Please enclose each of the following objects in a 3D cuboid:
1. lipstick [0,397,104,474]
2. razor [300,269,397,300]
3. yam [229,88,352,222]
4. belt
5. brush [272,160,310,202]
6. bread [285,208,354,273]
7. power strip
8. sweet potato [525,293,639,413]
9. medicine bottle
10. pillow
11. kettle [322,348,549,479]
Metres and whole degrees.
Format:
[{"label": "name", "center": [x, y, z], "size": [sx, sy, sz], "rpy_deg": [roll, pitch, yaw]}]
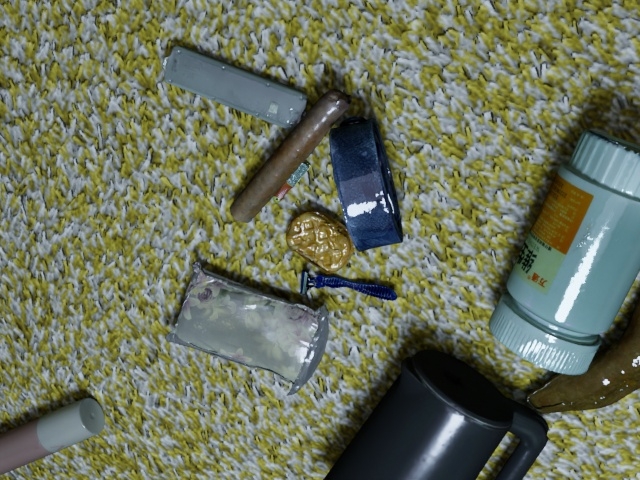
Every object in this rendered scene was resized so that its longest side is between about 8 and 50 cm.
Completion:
[{"label": "lipstick", "center": [-0.509, 0.357, 1.371], "size": [0.254, 0.070, 0.070], "rpy_deg": [-25, 102, 16]}, {"label": "razor", "center": [0.046, 0.072, 1.209], "size": [0.154, 0.028, 0.044], "rpy_deg": [8, 116, 8]}, {"label": "yam", "center": [-0.047, -0.125, 1.137], "size": [0.046, 0.046, 0.264], "rpy_deg": [41, 118, -4]}, {"label": "belt", "center": [0.063, -0.081, 1.098], "size": [0.082, 0.141, 0.190], "rpy_deg": [-13, 104, 11]}, {"label": "brush", "center": [-0.047, -0.088, 1.178], "size": [0.018, 0.021, 0.083], "rpy_deg": [38, 110, -9]}, {"label": "bread", "center": [0.000, 0.000, 1.186], "size": [0.110, 0.044, 0.083], "rpy_deg": [33, 108, 1]}, {"label": "power strip", "center": [-0.115, -0.224, 1.143], "size": [0.252, 0.027, 0.060], "rpy_deg": [21, 109, 2]}, {"label": "sweet potato", "center": [0.438, 0.182, 1.159], "size": [0.286, 0.085, 0.112], "rpy_deg": [-45, 62, 30]}, {"label": "medicine bottle", "center": [0.367, 0.014, 1.069], "size": [0.158, 0.158, 0.318], "rpy_deg": [21, 110, 2]}, {"label": "pillow", "center": [-0.113, 0.137, 1.242], "size": [0.255, 0.059, 0.169], "rpy_deg": [20, 109, 4]}, {"label": "kettle", "center": [0.171, 0.357, 1.186], "size": [0.262, 0.203, 0.308], "rpy_deg": [34, 107, 11]}]
